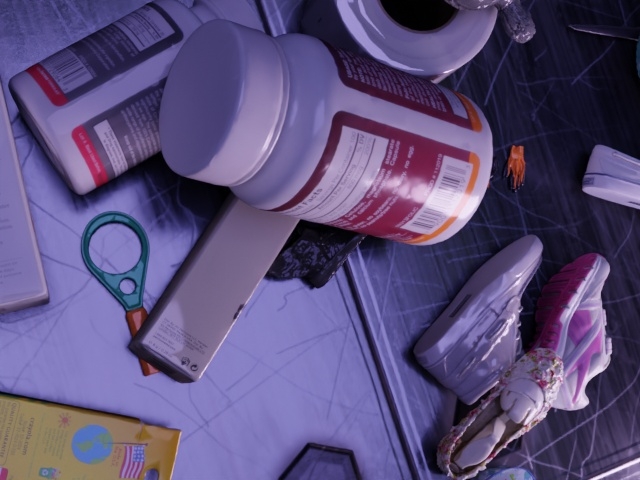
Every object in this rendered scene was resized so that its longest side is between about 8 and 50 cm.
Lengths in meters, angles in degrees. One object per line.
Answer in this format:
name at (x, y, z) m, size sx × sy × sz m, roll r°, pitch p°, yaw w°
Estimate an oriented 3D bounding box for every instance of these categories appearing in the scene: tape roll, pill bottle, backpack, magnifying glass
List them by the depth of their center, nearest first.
pill bottle at (0.010, -0.132, 1.223) m, size 0.392 × 0.224 × 0.224 m, roll 13°, pitch 79°, yaw -37°
pill bottle at (-0.230, -0.211, 1.274) m, size 0.318 × 0.176 × 0.176 m, roll -33°, pitch 93°, yaw -16°
magnifying glass at (-0.261, 0.071, 1.312) m, size 0.092 × 0.026 × 0.231 m, roll -17°, pitch 89°, yaw -16°
tape roll at (0.111, -0.334, 1.385) m, size 0.246 × 0.169 × 0.246 m, roll 2°, pitch 83°, yaw -16°
backpack at (0.273, 0.386, 1.387) m, size 0.105 × 0.084 × 0.114 m, roll -11°, pitch 84°, yaw -18°

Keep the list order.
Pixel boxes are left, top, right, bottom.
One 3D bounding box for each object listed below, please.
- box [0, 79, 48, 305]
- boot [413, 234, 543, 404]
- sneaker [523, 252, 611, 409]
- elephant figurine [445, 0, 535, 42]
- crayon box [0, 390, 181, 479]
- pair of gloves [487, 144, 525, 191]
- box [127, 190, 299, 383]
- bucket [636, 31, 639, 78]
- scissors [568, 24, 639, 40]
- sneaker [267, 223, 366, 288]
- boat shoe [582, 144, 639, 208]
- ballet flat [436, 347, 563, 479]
box at (-0.453, -0.076, 1.178) m, size 0.168 × 0.215 × 0.345 m, roll -12°, pitch 86°, yaw -16°
boot at (0.262, 0.119, 1.421) m, size 0.258 × 0.095 × 0.123 m, roll -46°, pitch 102°, yaw -7°
sneaker at (0.382, 0.142, 1.443) m, size 0.111 × 0.103 × 0.252 m, roll 24°, pitch 86°, yaw -12°
elephant figurine at (0.183, -0.376, 1.251) m, size 0.186 × 0.169 × 0.239 m, roll -1°, pitch 100°, yaw 13°
crayon box at (-0.356, 0.308, 1.228) m, size 0.319 × 0.081 × 0.202 m, roll 14°, pitch 80°, yaw -12°
pair of gloves at (0.278, -0.113, 1.485) m, size 0.083 × 0.010 × 0.074 m, roll 5°, pitch 84°, yaw -12°
box at (-0.140, 0.052, 1.289) m, size 0.094 × 0.113 × 0.275 m, roll 36°, pitch 72°, yaw -11°
bucket at (0.646, -0.297, 1.498) m, size 0.281 × 0.183 × 0.281 m, roll 1°, pitch 84°, yaw -14°
scissors at (0.548, -0.344, 1.582) m, size 0.297 × 0.021 × 0.109 m, roll 18°, pitch 82°, yaw -11°
sneaker at (-0.001, 0.000, 1.375) m, size 0.089 × 0.051 × 0.170 m, roll 40°, pitch 79°, yaw -12°
boat shoe at (0.540, -0.087, 1.508) m, size 0.258 × 0.095 × 0.084 m, roll 15°, pitch 84°, yaw -14°
ballet flat at (0.257, 0.256, 1.353) m, size 0.091 × 0.077 × 0.241 m, roll 39°, pitch 103°, yaw 1°
